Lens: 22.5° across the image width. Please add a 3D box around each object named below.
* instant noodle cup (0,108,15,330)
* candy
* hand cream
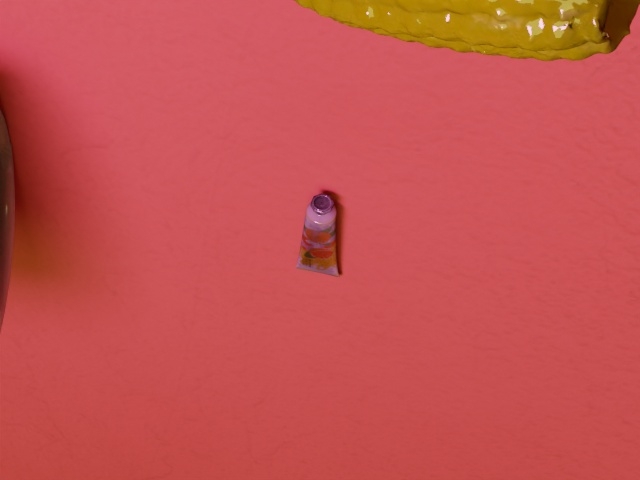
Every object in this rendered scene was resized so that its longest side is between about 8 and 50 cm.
[{"bbox_3d":[-0.350,0.003,1.131,0.221,0.311,0.311,6,143,3],"label":"instant noodle cup"},{"bbox_3d":[0.062,-0.143,0.826,0.209,0.097,0.097,7,143,28],"label":"candy"},{"bbox_3d":[0.000,0.000,1.179,0.035,0.022,0.102,10,148,3],"label":"hand cream"}]
